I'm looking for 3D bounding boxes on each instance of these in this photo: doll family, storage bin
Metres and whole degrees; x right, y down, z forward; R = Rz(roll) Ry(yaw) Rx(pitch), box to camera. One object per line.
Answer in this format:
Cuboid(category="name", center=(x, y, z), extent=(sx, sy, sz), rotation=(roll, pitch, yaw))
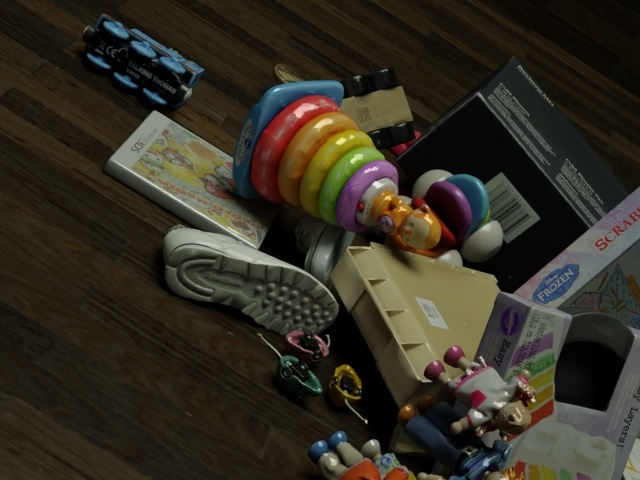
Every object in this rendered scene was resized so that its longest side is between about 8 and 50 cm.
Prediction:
Cuboid(category="doll family", center=(0.128, 0.242, 1.407), extent=(0.163, 0.263, 0.118), rotation=(41, -20, 45))
Cuboid(category="storage bin", center=(0.152, 0.146, 1.661), extent=(0.260, 0.123, 0.262), rotation=(14, 32, -34))

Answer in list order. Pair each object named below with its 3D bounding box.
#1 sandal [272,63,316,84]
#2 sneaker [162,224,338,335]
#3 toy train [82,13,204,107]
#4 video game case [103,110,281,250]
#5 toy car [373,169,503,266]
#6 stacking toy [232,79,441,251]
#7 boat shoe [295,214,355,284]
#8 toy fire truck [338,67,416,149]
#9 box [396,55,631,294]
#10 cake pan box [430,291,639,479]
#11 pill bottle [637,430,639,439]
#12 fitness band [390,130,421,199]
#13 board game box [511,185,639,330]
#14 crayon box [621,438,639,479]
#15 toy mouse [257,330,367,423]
Cuboid(category="sandal", center=(-0.035, -0.253, 2.241), extent=(0.072, 0.049, 0.180), rotation=(48, 14, 16))
Cuboid(category="sneaker", center=(-0.083, 0.042, 1.618), extent=(0.235, 0.090, 0.095), rotation=(25, 17, -21))
Cuboid(category="toy train", center=(-0.265, -0.264, 1.953), extent=(0.184, 0.080, 0.105), rotation=(32, 16, 1))
Cuboid(category="video game case", center=(-0.164, -0.081, 1.800), extent=(0.227, 0.026, 0.206), rotation=(32, 26, -4))
Cuboid(category="toy car", center=(0.175, -0.030, 1.925), extent=(0.182, 0.136, 0.159), rotation=(-33, 70, -19))
Cuboid(category="stacking toy", center=(0.041, -0.072, 1.729), extent=(0.166, 0.175, 0.302), rotation=(-13, 41, -46))
Cuboid(category="boat shoe", center=(0.000, 0.000, 1.814), extent=(0.076, 0.083, 0.226), rotation=(8, 22, 10))
Cuboid(category="toy fire truck", center=(-0.012, -0.186, 2.050), extent=(0.217, 0.246, 0.158), rotation=(-20, 91, -42))
Cuboid(category="box", center=(0.329, -0.090, 2.133), extent=(0.343, 0.179, 0.312), rotation=(50, 27, -2))
Cuboid(category="cake pan box", center=(0.271, 0.202, 1.540), extent=(0.246, 0.266, 0.070), rotation=(17, 6, -36))
Cuboid(category="pill bottle", center=(0.496, 0.244, 1.880), extent=(0.229, 0.131, 0.131), rotation=(8, 35, -42))
Cuboid(category="fitness band", center=(0.118, -0.130, 2.196), extent=(0.209, 0.054, 0.291), rotation=(6, 36, -40))
Cuboid(category="board game box", center=(0.454, 0.058, 1.827), extent=(0.319, 0.318, 0.066), rotation=(43, 8, -50))
Cuboid(category="crayon box", center=(0.491, 0.380, 1.691), extent=(0.323, 0.083, 0.203), rotation=(24, 27, -18))
Cuboid(category="toy mouse", center=(-0.019, 0.150, 1.557), extent=(0.143, 0.031, 0.161), rotation=(25, 26, -18))
